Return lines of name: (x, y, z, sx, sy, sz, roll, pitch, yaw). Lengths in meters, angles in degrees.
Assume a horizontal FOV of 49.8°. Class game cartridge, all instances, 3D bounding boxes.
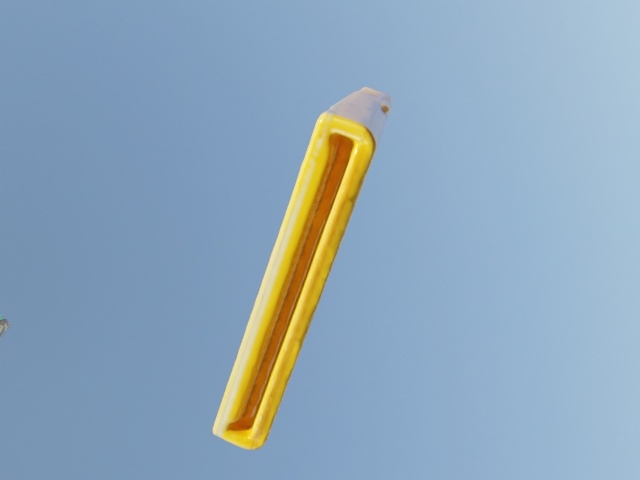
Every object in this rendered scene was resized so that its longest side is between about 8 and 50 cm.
game cartridge: (0.000, 0.000, 0.672, 0.053, 0.285, 0.323, 21, -162, 4)

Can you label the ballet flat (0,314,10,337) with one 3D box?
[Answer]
ballet flat: (-0.455, 0.143, 0.793, 0.221, 0.077, 0.079, -11, -94, -64)
